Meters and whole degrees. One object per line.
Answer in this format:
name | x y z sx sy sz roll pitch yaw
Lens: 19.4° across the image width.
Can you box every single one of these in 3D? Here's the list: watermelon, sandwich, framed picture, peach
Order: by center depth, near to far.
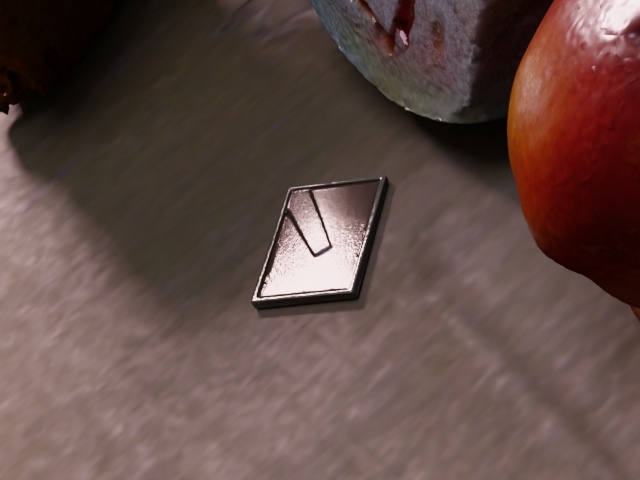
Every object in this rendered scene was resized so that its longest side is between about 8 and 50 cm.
peach | 0.199 -0.067 0.826 0.243 0.243 0.199 -34 71 -3
watermelon | 0.114 -0.205 1.044 0.262 0.201 0.213 -29 49 -2
framed picture | 0.000 0.000 1.057 0.066 0.006 0.089 -7 46 26
sandwich | -0.200 -0.207 1.230 0.109 0.292 0.212 8 68 19
